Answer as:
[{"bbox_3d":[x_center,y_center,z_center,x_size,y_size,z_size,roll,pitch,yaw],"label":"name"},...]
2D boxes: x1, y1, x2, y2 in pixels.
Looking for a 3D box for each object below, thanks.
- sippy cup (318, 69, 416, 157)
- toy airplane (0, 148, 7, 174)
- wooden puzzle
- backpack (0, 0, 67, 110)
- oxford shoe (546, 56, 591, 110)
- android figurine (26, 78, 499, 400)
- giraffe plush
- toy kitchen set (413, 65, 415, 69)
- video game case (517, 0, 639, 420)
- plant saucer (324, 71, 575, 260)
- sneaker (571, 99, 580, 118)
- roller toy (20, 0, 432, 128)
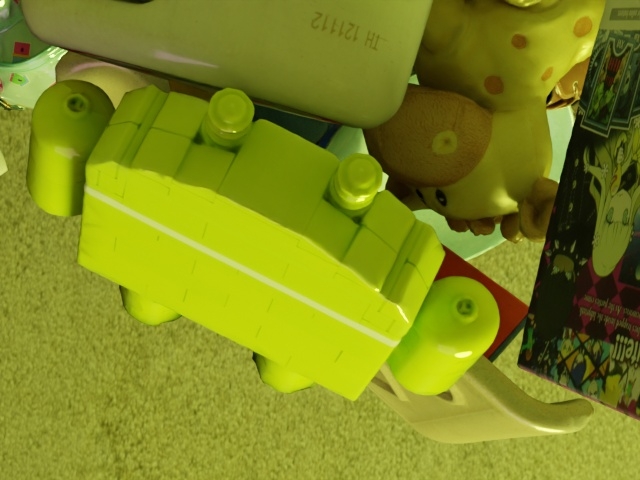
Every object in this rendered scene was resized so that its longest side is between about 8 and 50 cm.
[{"bbox_3d":[0.012,-0.107,1.466,0.240,0.305,0.224,51,-169,33],"label":"sippy cup"},{"bbox_3d":[-0.363,-0.134,1.710,0.386,0.272,0.384,-2,-140,12],"label":"toy airplane"},{"bbox_3d":[0.000,0.000,1.211,0.348,0.080,0.322,37,171,-1],"label":"wooden puzzle"},{"bbox_3d":[-0.203,-0.180,1.455,0.188,0.166,0.144,18,158,35],"label":"backpack"},{"bbox_3d":[0.156,-0.113,1.272,0.212,0.076,0.076,7,148,-29],"label":"oxford shoe"},{"bbox_3d":[-0.033,0.002,0.967,0.248,0.056,0.273,26,159,2],"label":"android figurine"},{"bbox_3d":[0.083,-0.091,1.128,0.210,0.170,0.181,14,-178,-15],"label":"giraffe plush"},{"bbox_3d":[0.095,-0.144,1.326,0.083,0.075,0.068,15,-177,7],"label":"toy kitchen set"},{"bbox_3d":[0.145,-0.038,0.622,0.042,0.210,0.232,14,-179,-18],"label":"video game case"},{"bbox_3d":[0.079,-0.059,1.366,0.195,0.195,0.037,14,-143,-34],"label":"plant saucer"},{"bbox_3d":[0.236,-0.116,1.563,0.188,0.071,0.066,17,-178,29],"label":"sneaker"},{"bbox_3d":[-0.041,-0.131,0.957,0.191,0.146,0.209,15,-178,-6],"label":"roller toy"}]
